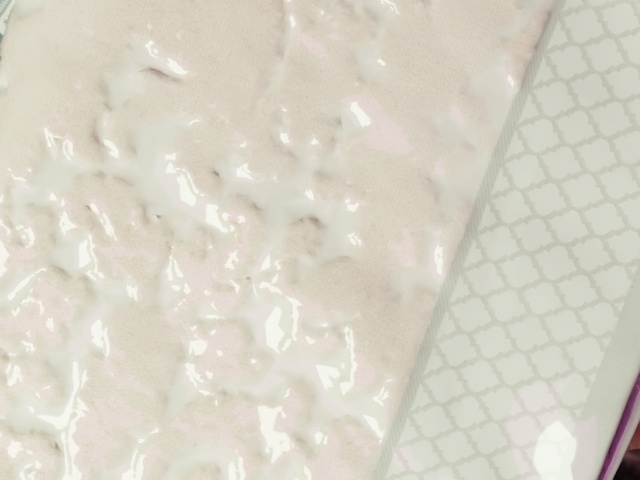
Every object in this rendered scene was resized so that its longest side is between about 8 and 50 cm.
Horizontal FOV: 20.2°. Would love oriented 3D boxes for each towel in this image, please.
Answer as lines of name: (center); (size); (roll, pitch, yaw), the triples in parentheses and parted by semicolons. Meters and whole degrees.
towel: (0.000, 0.000, 0.774); (0.317, 0.053, 0.332); (20, 99, -1)

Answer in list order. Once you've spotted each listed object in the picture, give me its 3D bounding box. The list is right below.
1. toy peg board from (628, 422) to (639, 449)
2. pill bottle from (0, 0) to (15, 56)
toy peg board: (0.135, 0.049, 0.861); (0.160, 0.079, 0.161); (-13, 116, 31)
pill bottle: (-0.152, -0.158, 0.834); (0.180, 0.108, 0.108); (41, 128, -5)
